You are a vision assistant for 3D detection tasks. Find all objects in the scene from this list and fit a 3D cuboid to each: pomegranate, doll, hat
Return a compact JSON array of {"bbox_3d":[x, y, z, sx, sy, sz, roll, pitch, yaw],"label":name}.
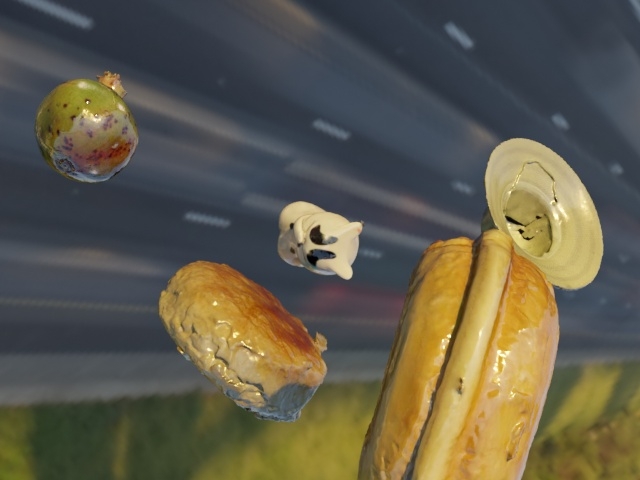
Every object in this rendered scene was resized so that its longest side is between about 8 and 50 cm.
[{"bbox_3d":[-0.263,-0.129,1.627,0.130,0.130,0.130,-31,165,-9],"label":"pomegranate"},{"bbox_3d":[-0.005,-0.001,2.362,0.107,0.110,0.181,1,-170,-22],"label":"doll"},{"bbox_3d":[0.306,-0.020,2.153,0.252,0.252,0.110,-18,170,-45],"label":"hat"}]

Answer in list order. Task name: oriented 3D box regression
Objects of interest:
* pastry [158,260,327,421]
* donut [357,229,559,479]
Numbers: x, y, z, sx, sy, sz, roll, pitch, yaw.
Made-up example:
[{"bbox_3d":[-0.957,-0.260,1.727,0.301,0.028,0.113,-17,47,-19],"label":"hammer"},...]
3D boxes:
[{"bbox_3d":[-0.121,0.162,2.296,0.136,0.329,0.329,-48,163,8],"label":"pastry"},{"bbox_3d":[0.169,0.200,1.782,0.449,0.198,0.449,16,90,-85],"label":"donut"}]
